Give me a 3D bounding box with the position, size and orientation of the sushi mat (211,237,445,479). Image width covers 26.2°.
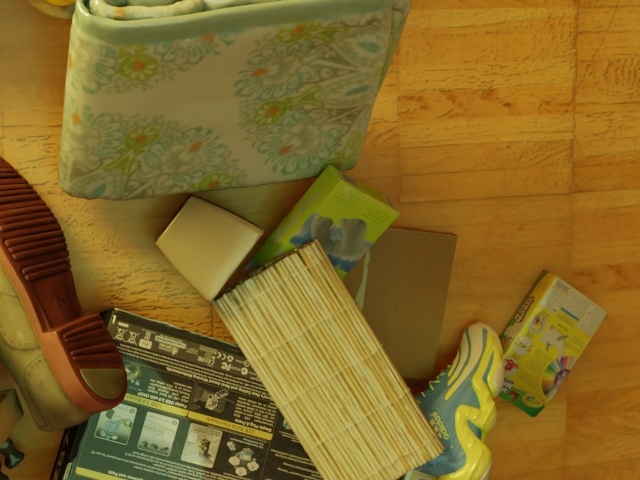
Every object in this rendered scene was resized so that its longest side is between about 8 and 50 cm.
[{"bbox_3d":[0.011,0.164,1.688,0.151,0.019,0.316,-32,97,-2],"label":"sushi mat"}]

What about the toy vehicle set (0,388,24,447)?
[{"bbox_3d":[-0.484,0.241,1.551,0.267,0.166,0.035,-14,105,9],"label":"toy vehicle set"}]

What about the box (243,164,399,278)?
[{"bbox_3d":[0.000,0.000,1.716,0.109,0.042,0.178,27,112,-36],"label":"box"}]

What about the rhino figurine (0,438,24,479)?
[{"bbox_3d":[-0.485,0.298,1.658,0.243,0.073,0.106,-35,112,-6],"label":"rhino figurine"}]

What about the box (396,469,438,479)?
[{"bbox_3d":[0.113,0.384,1.831,0.103,0.114,0.203,16,96,-19],"label":"box"}]

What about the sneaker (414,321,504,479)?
[{"bbox_3d":[0.165,0.203,1.780,0.126,0.091,0.240,15,56,-11],"label":"sneaker"}]

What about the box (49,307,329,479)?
[{"bbox_3d":[-0.124,0.289,1.707,0.395,0.097,0.318,18,79,-18],"label":"box"}]

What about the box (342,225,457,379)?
[{"bbox_3d":[0.087,0.081,1.811,0.165,0.021,0.201,6,99,-18],"label":"box"}]

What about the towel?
[{"bbox_3d":[-0.104,-0.172,1.566,0.375,0.090,0.320,-7,145,-19],"label":"towel"}]

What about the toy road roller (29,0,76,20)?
[{"bbox_3d":[-0.388,-0.343,1.496,0.241,0.202,0.329,-41,105,7],"label":"toy road roller"}]

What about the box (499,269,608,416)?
[{"bbox_3d":[0.301,0.143,1.877,0.105,0.043,0.179,34,88,-21],"label":"box"}]

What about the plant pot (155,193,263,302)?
[{"bbox_3d":[-0.143,0.000,1.687,0.096,0.109,0.109,37,89,-7],"label":"plant pot"}]

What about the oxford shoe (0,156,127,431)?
[{"bbox_3d":[-0.357,0.060,1.595,0.130,0.123,0.348,-31,78,27],"label":"oxford shoe"}]
